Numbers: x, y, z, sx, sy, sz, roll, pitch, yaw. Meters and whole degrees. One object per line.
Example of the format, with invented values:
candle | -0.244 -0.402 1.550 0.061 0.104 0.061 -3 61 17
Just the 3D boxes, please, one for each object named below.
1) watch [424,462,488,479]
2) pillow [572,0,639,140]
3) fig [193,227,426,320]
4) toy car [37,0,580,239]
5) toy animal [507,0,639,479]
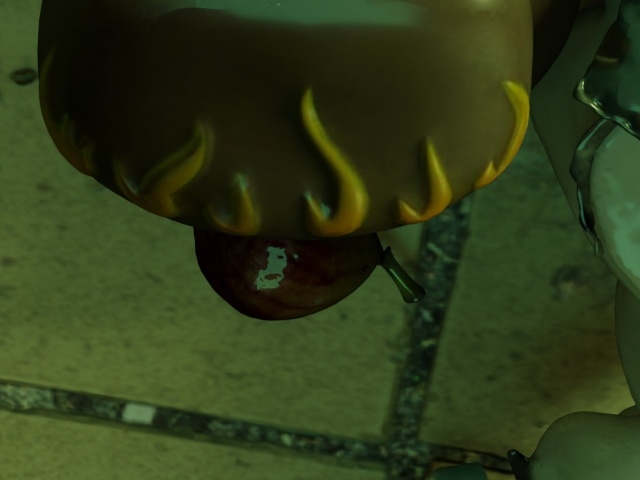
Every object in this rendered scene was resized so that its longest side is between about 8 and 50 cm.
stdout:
watch | 0.139 0.234 0.917 0.193 0.211 0.211 14 130 -20
pillow | 0.222 -0.120 0.611 0.189 0.034 0.255 28 82 -11
fig | 0.000 0.000 0.817 0.125 0.089 0.089 14 134 -37
toy car | -0.003 -0.167 0.573 0.271 0.240 0.340 6 131 2
toy animal | 0.183 0.018 0.737 0.209 0.154 0.325 14 122 12
